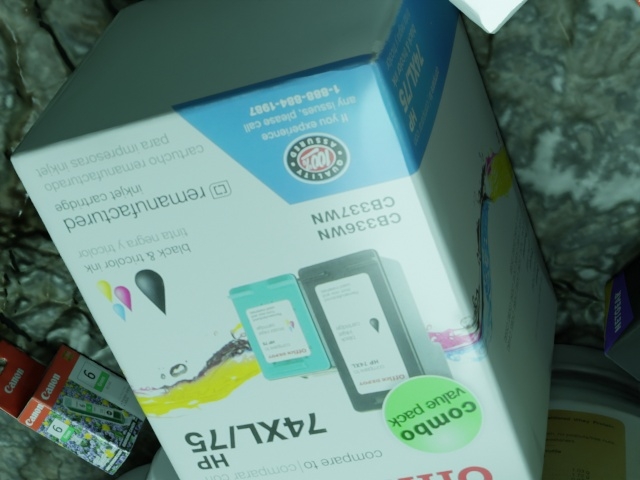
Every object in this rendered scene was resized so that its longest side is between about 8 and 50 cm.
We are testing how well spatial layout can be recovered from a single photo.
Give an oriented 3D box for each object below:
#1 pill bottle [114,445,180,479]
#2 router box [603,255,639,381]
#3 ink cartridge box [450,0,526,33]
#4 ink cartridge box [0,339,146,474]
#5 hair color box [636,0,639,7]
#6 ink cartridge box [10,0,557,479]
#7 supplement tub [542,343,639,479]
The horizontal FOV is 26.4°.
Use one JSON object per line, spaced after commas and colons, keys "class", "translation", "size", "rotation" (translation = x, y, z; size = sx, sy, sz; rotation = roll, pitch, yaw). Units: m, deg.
{"class": "pill bottle", "translation": [-0.112, 0.260, 0.983], "size": [0.146, 0.146, 0.264], "rotation": [22, 123, -2]}
{"class": "router box", "translation": [0.361, 0.060, 0.796], "size": [0.309, 0.081, 0.243], "rotation": [35, 122, -11]}
{"class": "ink cartridge box", "translation": [0.100, -0.322, 0.564], "size": [0.279, 0.160, 0.384], "rotation": [37, 121, -12]}
{"class": "ink cartridge box", "translation": [-0.178, 0.108, 0.950], "size": [0.115, 0.063, 0.029], "rotation": [32, 123, -9]}
{"class": "hair color box", "translation": [0.188, -0.138, 0.715], "size": [0.043, 0.072, 0.141], "rotation": [-22, 114, 23]}
{"class": "ink cartridge box", "translation": [0.000, 0.000, 0.765], "size": [0.198, 0.197, 0.270], "rotation": [-13, 118, 19]}
{"class": "supplement tub", "translation": [0.140, 0.230, 0.808], "size": [0.228, 0.316, 0.228], "rotation": [5, 122, 9]}
